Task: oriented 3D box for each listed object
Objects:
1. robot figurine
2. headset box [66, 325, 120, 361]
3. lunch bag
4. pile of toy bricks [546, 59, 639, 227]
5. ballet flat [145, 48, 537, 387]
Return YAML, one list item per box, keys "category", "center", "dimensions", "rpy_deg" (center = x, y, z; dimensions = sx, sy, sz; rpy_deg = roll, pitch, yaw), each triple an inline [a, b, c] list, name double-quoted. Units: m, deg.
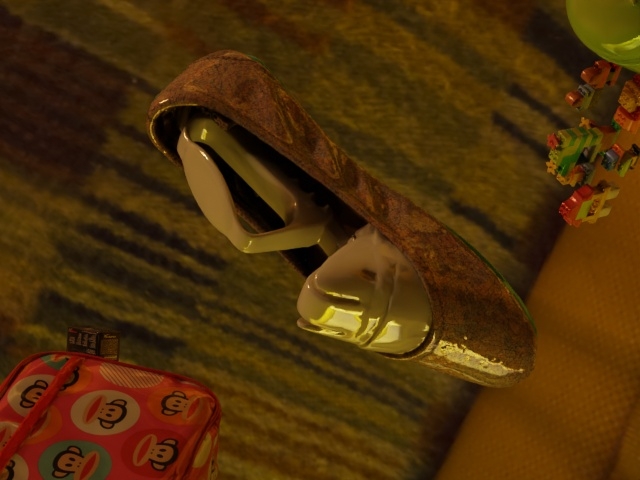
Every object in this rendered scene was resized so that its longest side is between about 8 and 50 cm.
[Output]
- category: "robot figurine"
  center: [0.168, -0.118, 0.546]
  dimensions: [0.115, 0.101, 0.067]
  rpy_deg: [6, 125, -49]
- category: "headset box"
  center: [-0.256, 0.140, 1.212]
  dimensions: [0.032, 0.062, 0.083]
  rpy_deg: [2, 91, -46]
- category: "lunch bag"
  center: [-0.245, 0.230, 1.014]
  dimensions: [0.258, 0.293, 0.120]
  rpy_deg: [13, 123, 7]
- category: "pile of toy bricks"
  center: [0.328, -0.123, 1.359]
  dimensions: [0.105, 0.118, 0.212]
  rpy_deg: [-14, 138, -27]
- category: "ballet flat"
  center: [0.000, 0.000, 0.719]
  dimensions: [0.106, 0.316, 0.107]
  rpy_deg: [-32, 157, -44]
